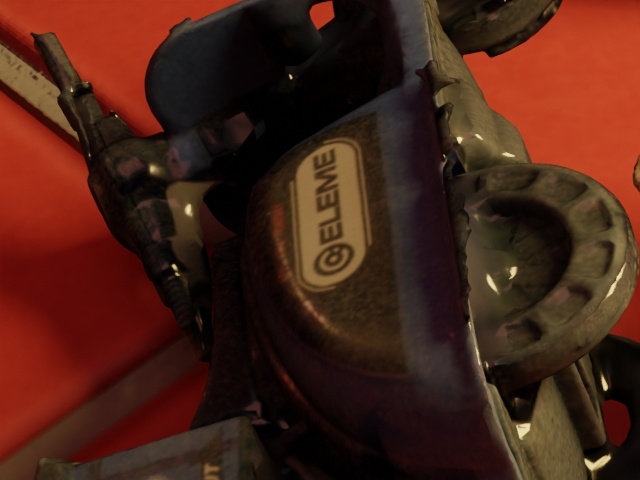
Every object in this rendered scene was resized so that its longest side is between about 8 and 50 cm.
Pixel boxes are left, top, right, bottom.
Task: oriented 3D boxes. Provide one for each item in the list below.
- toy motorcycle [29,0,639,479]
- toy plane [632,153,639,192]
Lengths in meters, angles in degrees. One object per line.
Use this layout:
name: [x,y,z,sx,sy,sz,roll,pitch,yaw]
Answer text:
toy motorcycle: [0.000,0.000,0.597,0.212,0.125,0.358,-18,38,12]
toy plane: [0.202,0.058,0.529,0.223,0.104,0.326,9,58,1]
